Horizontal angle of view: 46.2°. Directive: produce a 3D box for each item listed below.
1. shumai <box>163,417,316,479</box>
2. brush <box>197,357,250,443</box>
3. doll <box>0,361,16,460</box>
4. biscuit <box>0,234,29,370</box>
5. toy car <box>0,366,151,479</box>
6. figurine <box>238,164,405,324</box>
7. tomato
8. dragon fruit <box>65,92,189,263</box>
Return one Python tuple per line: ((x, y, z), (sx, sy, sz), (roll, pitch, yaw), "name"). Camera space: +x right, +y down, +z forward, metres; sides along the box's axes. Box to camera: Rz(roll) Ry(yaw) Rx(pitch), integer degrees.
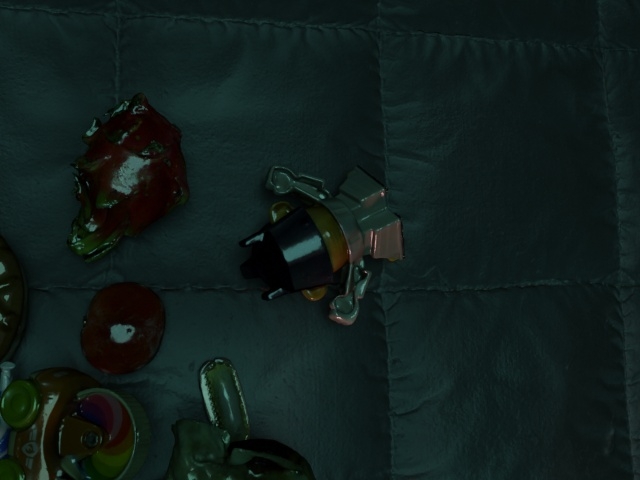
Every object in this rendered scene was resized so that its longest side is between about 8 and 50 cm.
((-0.132, 0.458, 1.122), (0.395, 0.395, 0.348), (31, 61, -6), "shumai")
((-0.140, 0.353, 1.274), (0.071, 0.067, 0.313), (-14, 86, -15), "brush")
((-0.503, 0.312, 1.183), (0.057, 0.114, 0.228), (6, 107, 12), "doll")
((-0.632, 0.100, 1.188), (0.331, 0.103, 0.332), (2, 81, -13), "biscuit")
((-0.365, 0.312, 1.145), (0.235, 0.145, 0.235), (-4, 78, 20), "toy car")
((-0.001, -0.004, 1.319), (0.308, 0.143, 0.309), (5, 61, -9), "figurine")
((-0.330, 0.143, 1.251), (0.139, 0.091, 0.159), (17, 76, -10), "tomato")
((-0.342, -0.106, 1.251), (0.269, 0.198, 0.200), (-34, 100, -1), "dragon fruit")
